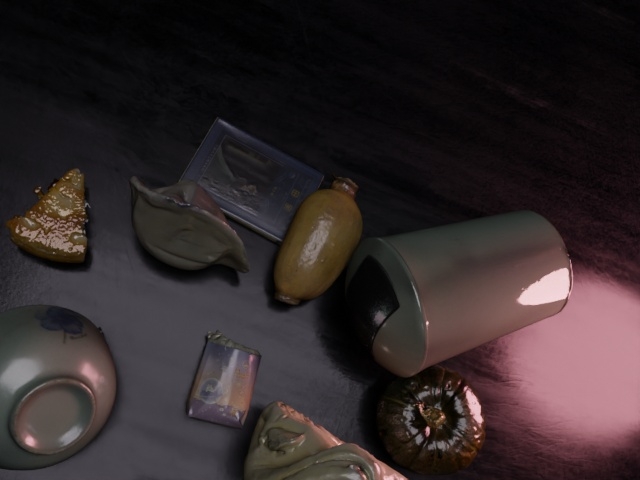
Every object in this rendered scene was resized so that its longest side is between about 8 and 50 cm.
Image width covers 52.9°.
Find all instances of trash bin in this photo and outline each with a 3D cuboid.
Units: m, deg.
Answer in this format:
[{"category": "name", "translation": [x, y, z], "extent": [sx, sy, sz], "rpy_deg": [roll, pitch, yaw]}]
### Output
[{"category": "trash bin", "translation": [0.260, 0.097, 1.307], "extent": [0.431, 0.280, 0.281], "rpy_deg": [-14, 79, -21]}]

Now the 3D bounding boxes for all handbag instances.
[{"category": "handbag", "translation": [-0.183, 0.265, 1.237], "extent": [0.117, 0.095, 0.173], "rpy_deg": [17, 74, -13]}]

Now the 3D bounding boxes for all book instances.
[{"category": "book", "translation": [-0.147, -0.127, 1.390], "extent": [0.269, 0.025, 0.191], "rpy_deg": [29, 70, -5]}]

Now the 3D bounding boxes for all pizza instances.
[{"category": "pizza", "translation": [-0.509, -0.054, 1.254], "extent": [0.154, 0.069, 0.194], "rpy_deg": [17, 65, -10]}]

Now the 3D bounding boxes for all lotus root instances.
[{"category": "lotus root", "translation": [0.000, -0.001, 1.332], "extent": [0.146, 0.130, 0.303], "rpy_deg": [42, 67, -37]}]

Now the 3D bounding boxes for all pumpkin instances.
[{"category": "pumpkin", "translation": [0.221, 0.357, 1.283], "extent": [0.223, 0.157, 0.224], "rpy_deg": [1, 74, -2]}]

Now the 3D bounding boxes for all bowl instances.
[{"category": "bowl", "translation": [-0.460, 0.262, 1.066], "extent": [0.289, 0.146, 0.290], "rpy_deg": [-10, 106, -37]}]

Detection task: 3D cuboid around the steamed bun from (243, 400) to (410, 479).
[{"category": "steamed bun", "translation": [0.020, 0.470, 1.104], "extent": [0.394, 0.347, 0.238], "rpy_deg": [28, 75, 14]}]

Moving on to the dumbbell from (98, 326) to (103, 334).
[{"category": "dumbbell", "translation": [-0.519, 0.215, 1.161], "extent": [0.254, 0.110, 0.110], "rpy_deg": [-22, 81, -25]}]

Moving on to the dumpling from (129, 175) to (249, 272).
[{"category": "dumpling", "translation": [-0.247, -0.038, 1.235], "extent": [0.243, 0.227, 0.175], "rpy_deg": [6, 75, -21]}]
